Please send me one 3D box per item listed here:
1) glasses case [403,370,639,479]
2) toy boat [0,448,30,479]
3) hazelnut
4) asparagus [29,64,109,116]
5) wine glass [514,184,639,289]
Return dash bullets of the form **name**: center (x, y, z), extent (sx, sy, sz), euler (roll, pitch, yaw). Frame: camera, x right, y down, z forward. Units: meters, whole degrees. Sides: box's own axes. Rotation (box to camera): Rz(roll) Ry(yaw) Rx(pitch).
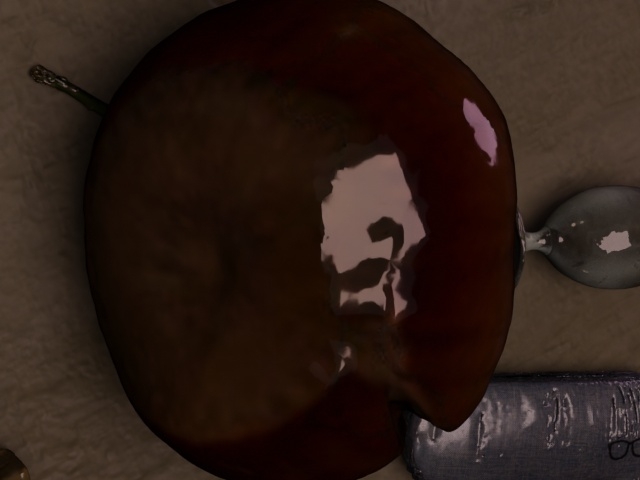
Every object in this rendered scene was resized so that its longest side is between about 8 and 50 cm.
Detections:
- **glasses case**: center (0.207, 0.179, 1.865), extent (0.282, 0.067, 0.109), euler (0, 97, -24)
- **toy boat**: center (-0.285, 0.267, 1.641), extent (0.162, 0.136, 0.446), euler (-35, 118, -53)
- **hazelnut**: center (0.000, 0.000, 1.605), extent (0.359, 0.359, 0.409), euler (-9, 112, -21)
- **asparagus**: center (-0.191, -0.114, 1.677), extent (0.127, 0.018, 0.015), euler (31, 127, -21)
- **wine glass**: center (0.259, -0.005, 1.838), extent (0.222, 0.103, 0.103), euler (-3, 100, -22)
